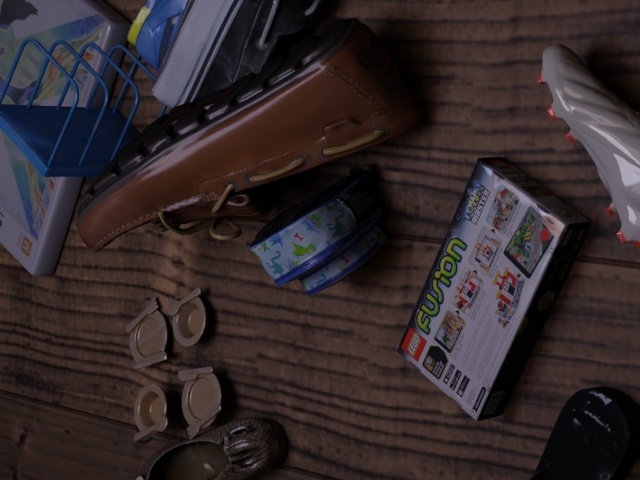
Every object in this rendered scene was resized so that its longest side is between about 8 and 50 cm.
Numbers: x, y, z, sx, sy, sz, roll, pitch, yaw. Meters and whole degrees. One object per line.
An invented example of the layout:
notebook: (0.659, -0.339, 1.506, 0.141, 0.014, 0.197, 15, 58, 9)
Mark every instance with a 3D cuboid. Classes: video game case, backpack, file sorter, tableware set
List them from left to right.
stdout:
video game case: (-0.360, -0.174, 2.032, 0.300, 0.036, 0.329, 40, 120, 35)
file sorter: (-0.233, -0.141, 1.814, 0.118, 0.170, 0.104, 45, 121, 33)
tableware set: (-0.159, 0.134, 1.853, 0.141, 0.020, 0.169, -26, 64, 41)
backpack: (0.000, 0.000, 1.630, 0.105, 0.114, 0.084, -32, 91, 41)

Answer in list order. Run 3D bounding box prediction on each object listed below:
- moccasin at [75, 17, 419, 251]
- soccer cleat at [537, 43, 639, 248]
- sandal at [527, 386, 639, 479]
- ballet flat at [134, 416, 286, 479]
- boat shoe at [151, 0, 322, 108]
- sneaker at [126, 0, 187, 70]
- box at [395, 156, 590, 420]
moccasin: (-0.077, -0.074, 1.667, 0.380, 0.139, 0.147, -27, 109, 24)
soccer cleat: (0.246, -0.084, 1.416, 0.076, 0.068, 0.196, -35, 70, 26)
sandal: (0.197, 0.240, 1.496, 0.097, 0.054, 0.254, 31, 115, 39)
ballet flat: (-0.132, 0.243, 1.827, 0.250, 0.058, 0.084, -28, 74, 43)
boat shoe: (-0.052, -0.249, 1.667, 0.121, 0.119, 0.335, -84, 19, -46)
sneaker: (-0.119, -0.257, 1.769, 0.082, 0.069, 0.209, 41, 121, 15)
box: (0.149, 0.043, 1.539, 0.114, 0.036, 0.207, 41, 121, 35)
